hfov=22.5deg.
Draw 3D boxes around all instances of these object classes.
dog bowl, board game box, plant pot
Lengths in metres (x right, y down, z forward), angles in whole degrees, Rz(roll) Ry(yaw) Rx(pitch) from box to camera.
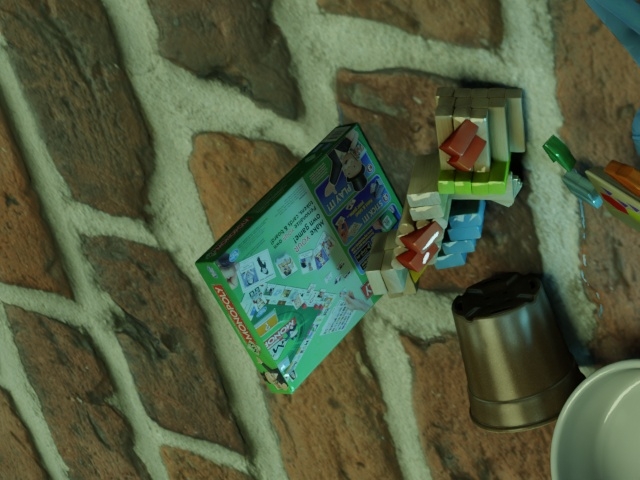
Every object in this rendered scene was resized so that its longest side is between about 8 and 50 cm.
[{"bbox_3d":[0.428,0.282,2.037,0.265,0.104,0.265,-4,83,42],"label":"dog bowl"},{"bbox_3d":[-0.007,0.020,2.129,0.046,0.317,0.213,-3,123,47],"label":"board game box"},{"bbox_3d":[0.256,0.142,2.147,0.167,0.167,0.165,1,118,43],"label":"plant pot"}]

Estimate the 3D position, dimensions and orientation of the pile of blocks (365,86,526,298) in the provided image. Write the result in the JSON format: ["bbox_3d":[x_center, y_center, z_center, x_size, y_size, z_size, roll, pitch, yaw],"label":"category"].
[{"bbox_3d":[0.163,-0.031,2.034,0.149,0.113,0.362,20,132,-3],"label":"pile of blocks"}]

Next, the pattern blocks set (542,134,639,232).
[{"bbox_3d":[0.395,-0.019,1.839,0.325,0.026,0.285,36,176,23],"label":"pattern blocks set"}]

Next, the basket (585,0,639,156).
[{"bbox_3d":[0.399,-0.148,1.633,0.254,0.201,0.289,32,-166,-50],"label":"basket"}]
